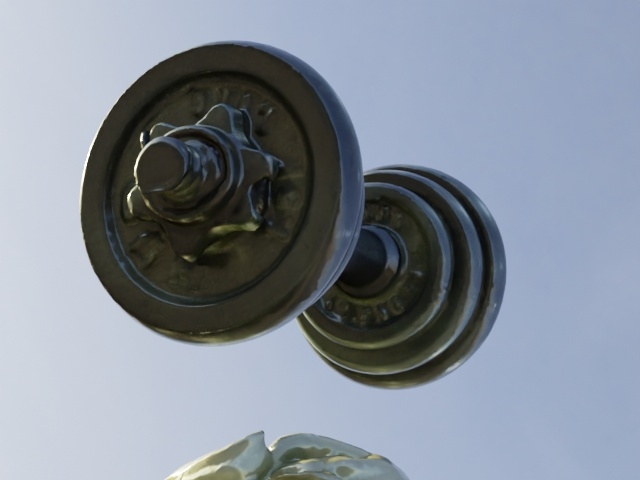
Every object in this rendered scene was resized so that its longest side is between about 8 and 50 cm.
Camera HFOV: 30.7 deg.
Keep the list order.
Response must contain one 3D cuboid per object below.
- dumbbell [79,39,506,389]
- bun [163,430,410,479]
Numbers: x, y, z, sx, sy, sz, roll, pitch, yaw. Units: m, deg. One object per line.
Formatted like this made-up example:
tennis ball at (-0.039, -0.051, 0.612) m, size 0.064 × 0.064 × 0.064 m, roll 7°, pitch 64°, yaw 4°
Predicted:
dumbbell at (0.000, 0.000, 0.773) m, size 0.179 × 0.406 × 0.179 m, roll -5°, pitch -103°, yaw 23°
bun at (-0.038, 0.184, 0.510) m, size 0.145 × 0.229 × 0.229 m, roll 40°, pitch -38°, yaw -16°
